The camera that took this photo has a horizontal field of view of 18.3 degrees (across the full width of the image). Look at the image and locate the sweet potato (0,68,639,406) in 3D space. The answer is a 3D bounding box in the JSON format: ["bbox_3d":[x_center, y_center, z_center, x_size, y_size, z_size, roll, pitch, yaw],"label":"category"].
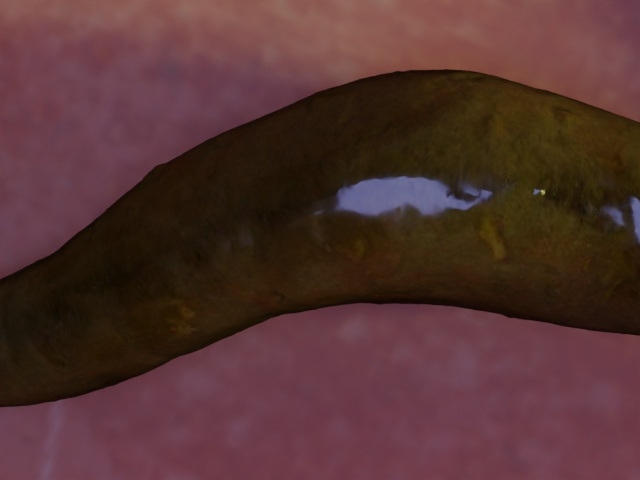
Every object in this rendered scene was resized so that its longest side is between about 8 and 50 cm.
[{"bbox_3d":[-0.002,-0.002,0.456,0.250,0.059,0.069,-7,105,10],"label":"sweet potato"}]
